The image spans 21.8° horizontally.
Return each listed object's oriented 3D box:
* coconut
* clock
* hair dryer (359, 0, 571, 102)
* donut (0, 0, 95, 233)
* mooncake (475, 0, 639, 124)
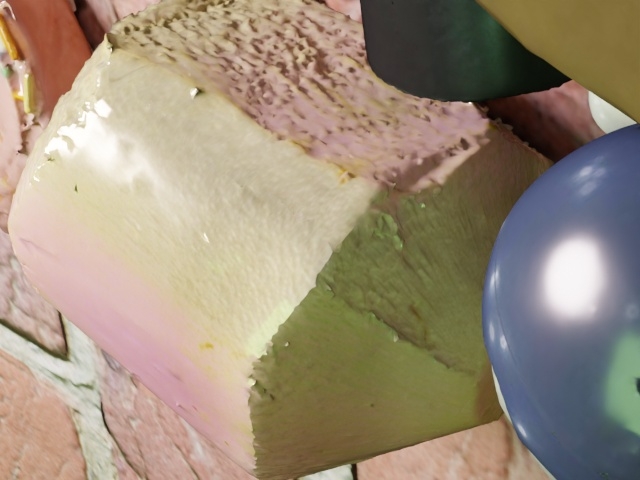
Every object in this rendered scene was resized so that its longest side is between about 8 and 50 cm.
[{"bbox_3d":[0.000,0.000,0.822,0.245,0.233,0.233,34,141,18],"label":"coconut"},{"bbox_3d":[0.164,0.009,0.605,0.199,0.243,0.146,50,146,10],"label":"clock"},{"bbox_3d":[-0.015,-0.208,0.728,0.302,0.116,0.244,14,127,33],"label":"hair dryer"},{"bbox_3d":[-0.225,-0.126,1.096,0.233,0.085,0.199,46,145,13],"label":"donut"},{"bbox_3d":[0.192,-0.195,0.455,0.378,0.201,0.378,26,132,33],"label":"mooncake"}]
